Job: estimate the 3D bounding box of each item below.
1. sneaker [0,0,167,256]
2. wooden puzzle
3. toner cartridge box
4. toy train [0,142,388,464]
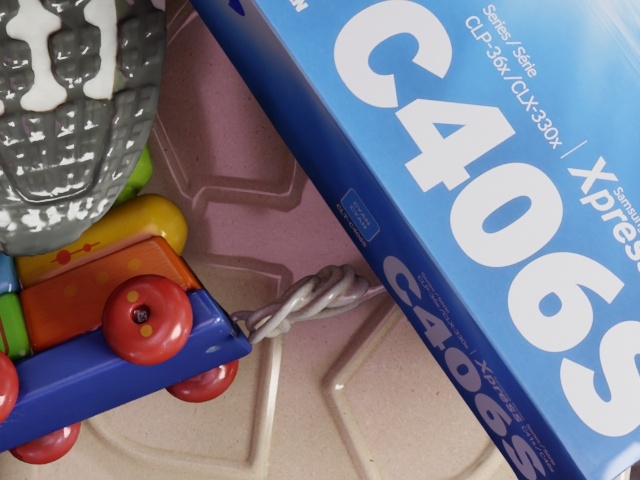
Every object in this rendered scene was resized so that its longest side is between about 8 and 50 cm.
[{"bbox_3d":[-0.204,-0.156,0.803,0.158,0.182,0.410,-9,64,-32],"label":"sneaker"},{"bbox_3d":[0.000,0.000,0.840,0.348,0.080,0.322,8,92,10],"label":"wooden puzzle"},{"bbox_3d":[0.072,-0.070,0.717,0.165,0.075,0.348,-33,84,-18],"label":"toner cartridge box"},{"bbox_3d":[-0.083,0.002,0.774,0.248,0.105,0.143,-22,70,5],"label":"toy train"}]
